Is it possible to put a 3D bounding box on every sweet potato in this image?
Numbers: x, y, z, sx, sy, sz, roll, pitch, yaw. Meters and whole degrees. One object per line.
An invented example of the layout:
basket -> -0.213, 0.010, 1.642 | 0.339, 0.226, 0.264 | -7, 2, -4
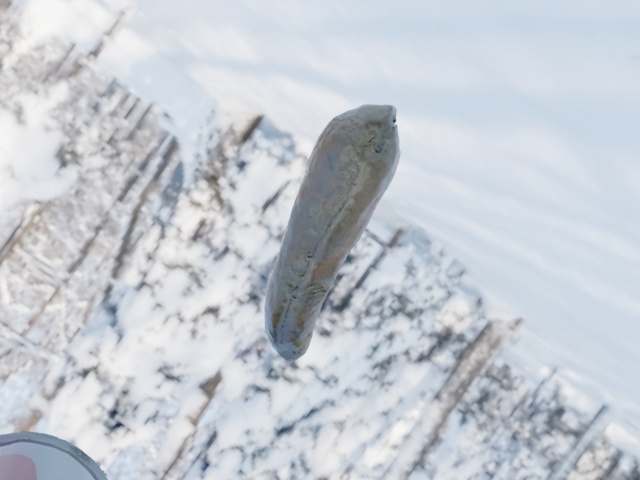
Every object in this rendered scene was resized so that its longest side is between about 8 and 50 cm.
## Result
sweet potato -> 0.000, 0.000, 0.955 | 0.075, 0.273, 0.075 | 18, -155, -9

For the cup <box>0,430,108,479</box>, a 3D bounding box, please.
cup -> -0.285, 0.311, 0.963 | 0.203, 0.203, 0.288 | 35, -178, -10
